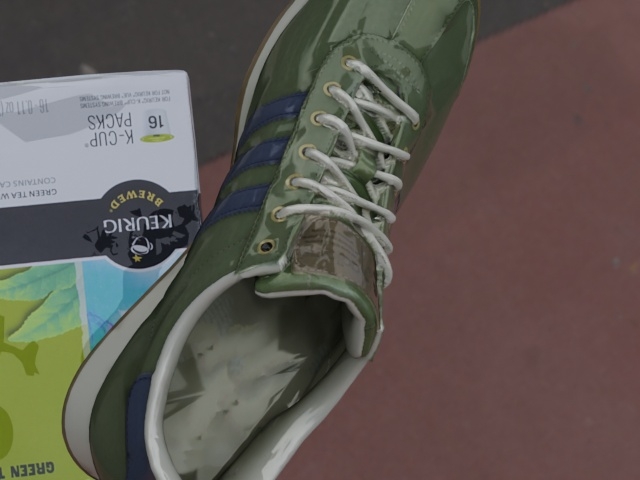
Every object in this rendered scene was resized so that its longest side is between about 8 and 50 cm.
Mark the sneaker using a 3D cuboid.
[{"bbox_3d":[0.000,0.000,0.429,0.064,0.192,0.086,33,-2,-25],"label":"sneaker"}]

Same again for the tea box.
[{"bbox_3d":[-0.188,0.074,1.062,0.219,0.329,0.324,-7,87,-8],"label":"tea box"}]
